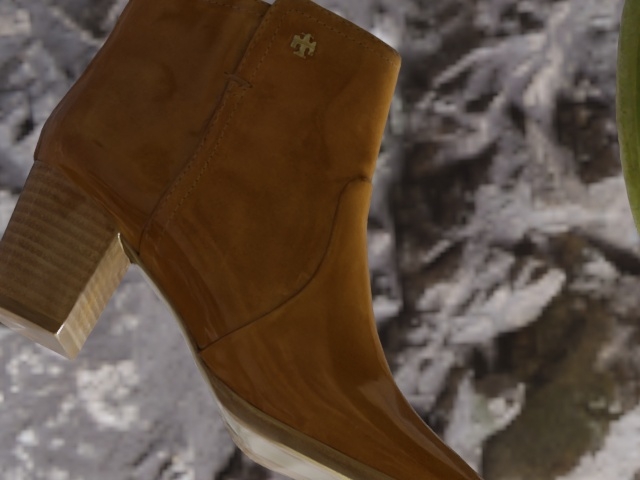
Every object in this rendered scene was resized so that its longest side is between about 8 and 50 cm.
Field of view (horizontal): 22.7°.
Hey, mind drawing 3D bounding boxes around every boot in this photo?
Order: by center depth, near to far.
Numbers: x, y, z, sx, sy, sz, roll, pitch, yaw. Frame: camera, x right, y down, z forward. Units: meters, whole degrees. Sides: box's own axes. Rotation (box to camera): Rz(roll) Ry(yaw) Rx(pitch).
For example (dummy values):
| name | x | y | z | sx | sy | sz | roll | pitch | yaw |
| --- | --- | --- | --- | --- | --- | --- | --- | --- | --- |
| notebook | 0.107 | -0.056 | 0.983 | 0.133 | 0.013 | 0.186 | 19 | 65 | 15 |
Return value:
| name | x | y | z | sx | sy | sz | roll | pitch | yaw |
| --- | --- | --- | --- | --- | --- | --- | --- | --- | --- |
| boot | -0.001 | 0.000 | 0.778 | 0.211 | 0.295 | 0.104 | -61 | 176 | -15 |

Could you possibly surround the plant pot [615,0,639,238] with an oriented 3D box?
| name | x | y | z | sx | sy | sz | roll | pitch | yaw |
| --- | --- | --- | --- | --- | --- | --- | --- | --- | --- |
| plant pot | 0.335 | -0.078 | 0.829 | 0.276 | 0.254 | 0.276 | -7 | 99 | -48 |
